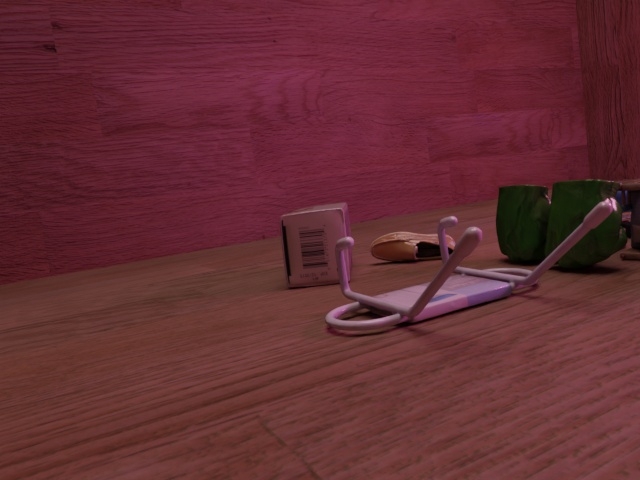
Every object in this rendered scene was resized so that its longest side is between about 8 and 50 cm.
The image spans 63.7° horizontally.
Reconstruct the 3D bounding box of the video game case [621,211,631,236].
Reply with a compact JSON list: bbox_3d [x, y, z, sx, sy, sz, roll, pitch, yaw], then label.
[{"bbox_3d":[0.787,-0.046,1.132,0.275,0.035,0.248,-8,6,8],"label":"video game case"}]

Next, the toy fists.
[{"bbox_3d":[0.409,-0.025,0.906,0.096,0.142,0.279,5,2,-18],"label":"toy fists"}]

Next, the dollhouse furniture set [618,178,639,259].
[{"bbox_3d":[0.528,-0.040,0.923,0.129,0.129,0.184,-12,8,-38],"label":"dollhouse furniture set"}]

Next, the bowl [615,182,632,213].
[{"bbox_3d":[0.963,-0.130,1.538,0.392,0.077,0.391,-7,6,1],"label":"bowl"}]

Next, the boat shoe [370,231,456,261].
[{"bbox_3d":[0.204,0.018,1.141,0.190,0.068,0.072,-6,17,10],"label":"boat shoe"}]

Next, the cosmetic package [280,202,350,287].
[{"bbox_3d":[0.000,0.000,1.136,0.129,0.153,0.296,-6,4,6],"label":"cosmetic package"}]

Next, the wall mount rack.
[{"bbox_3d":[0.182,0.029,0.685,0.351,0.130,0.304,-11,7,-26],"label":"wall mount rack"}]
